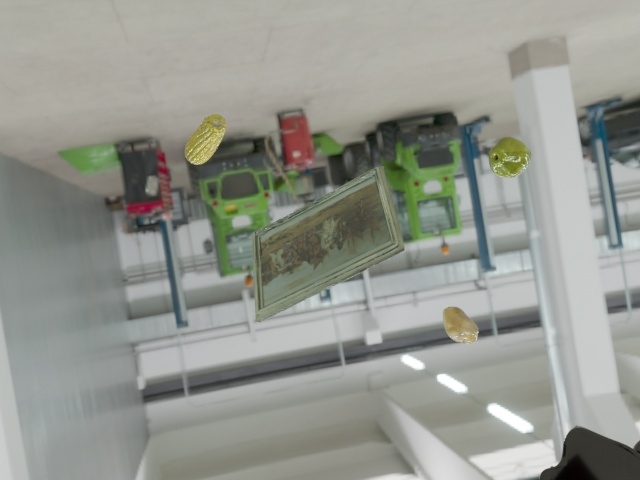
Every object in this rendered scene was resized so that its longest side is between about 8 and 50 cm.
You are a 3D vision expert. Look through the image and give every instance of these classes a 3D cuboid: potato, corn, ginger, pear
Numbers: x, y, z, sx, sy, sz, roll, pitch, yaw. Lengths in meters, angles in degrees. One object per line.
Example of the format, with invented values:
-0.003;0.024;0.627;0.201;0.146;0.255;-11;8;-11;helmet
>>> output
0.277;0.168;1.531;0.062;0.083;0.068;-19;155;0;potato
-0.271;-0.235;1.812;0.067;0.067;0.206;-10;166;-27;corn
0.760;0.679;1.927;0.211;0.358;0.413;15;-153;-49;ginger
0.406;-0.176;1.633;0.097;0.092;0.092;-20;-174;-30;pear

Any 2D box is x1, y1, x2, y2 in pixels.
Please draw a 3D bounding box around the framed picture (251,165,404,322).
0.000;0.000;1.258;0.274;0.017;0.217;-28;-140;15;framed picture
